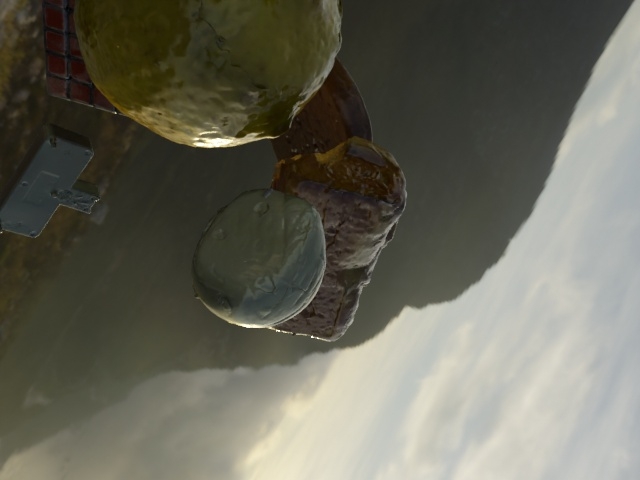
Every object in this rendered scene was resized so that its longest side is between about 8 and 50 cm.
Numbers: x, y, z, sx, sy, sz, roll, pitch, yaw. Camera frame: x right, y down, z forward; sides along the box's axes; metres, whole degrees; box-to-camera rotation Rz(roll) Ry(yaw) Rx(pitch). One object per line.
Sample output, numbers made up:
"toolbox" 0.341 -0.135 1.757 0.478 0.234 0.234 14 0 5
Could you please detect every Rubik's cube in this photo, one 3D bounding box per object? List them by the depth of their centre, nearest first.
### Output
"Rubik's cube" -0.335 -0.378 1.518 0.237 0.237 0.238 -69 175 -51

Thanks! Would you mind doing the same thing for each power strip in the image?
"power strip" -0.450 -0.087 1.459 0.215 0.145 0.061 -49 -134 25

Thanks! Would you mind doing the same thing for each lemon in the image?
"lemon" -0.158 -0.294 1.157 0.387 0.349 0.349 0 -134 40

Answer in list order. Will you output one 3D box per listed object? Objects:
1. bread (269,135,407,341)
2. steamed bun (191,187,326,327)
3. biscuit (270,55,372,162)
"bread" 0.003 -0.003 1.257 0.148 0.195 0.344 -86 -167 -46
"steamed bun" -0.051 0.023 0.782 0.130 0.113 0.091 -62 155 -25
"biscuit" 0.010 -0.173 1.508 0.070 0.350 0.394 -27 163 -19
